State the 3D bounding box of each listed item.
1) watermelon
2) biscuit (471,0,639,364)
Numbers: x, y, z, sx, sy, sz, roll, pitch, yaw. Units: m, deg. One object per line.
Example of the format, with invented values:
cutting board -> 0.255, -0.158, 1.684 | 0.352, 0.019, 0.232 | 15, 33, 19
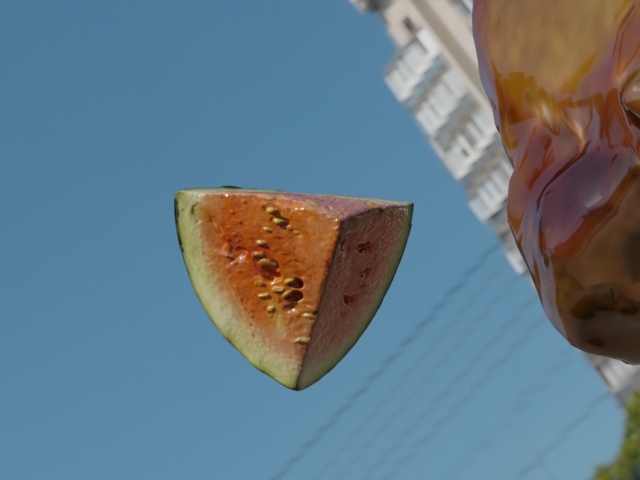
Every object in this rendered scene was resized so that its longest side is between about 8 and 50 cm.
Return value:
watermelon -> 0.000, 0.000, 0.943 | 0.135, 0.125, 0.094 | -29, -11, -28
biscuit -> 0.159, -0.206, 0.504 | 0.166, 0.342, 0.395 | 5, -47, -16
